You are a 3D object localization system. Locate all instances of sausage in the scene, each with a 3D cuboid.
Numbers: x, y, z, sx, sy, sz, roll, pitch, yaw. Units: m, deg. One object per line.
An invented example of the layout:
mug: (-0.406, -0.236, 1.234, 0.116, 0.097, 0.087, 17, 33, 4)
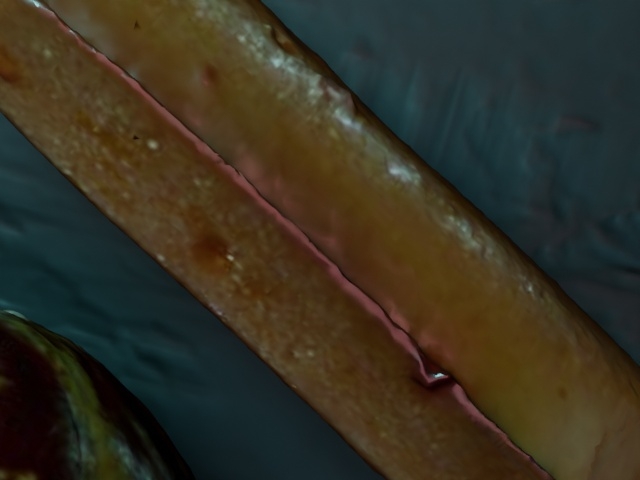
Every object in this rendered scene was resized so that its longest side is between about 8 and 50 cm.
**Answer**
sausage: (0.000, 0.000, 0.496, 0.330, 0.102, 0.102, 44, 98, -8)

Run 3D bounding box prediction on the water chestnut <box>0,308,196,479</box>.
water chestnut: (-0.167, 0.150, 0.451, 0.289, 0.244, 0.289, 0, 104, -1)
